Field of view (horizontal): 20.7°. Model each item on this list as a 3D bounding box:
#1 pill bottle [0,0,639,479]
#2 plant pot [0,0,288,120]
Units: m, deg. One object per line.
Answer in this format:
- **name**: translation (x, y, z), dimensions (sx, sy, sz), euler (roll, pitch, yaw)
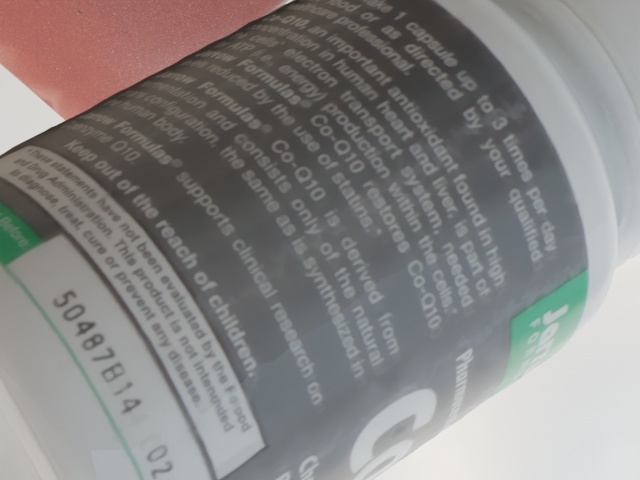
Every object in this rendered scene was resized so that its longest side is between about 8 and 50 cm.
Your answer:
- **pill bottle**: translation (0.000, 0.000, 0.788), dimensions (0.361, 0.204, 0.204), euler (-32, -159, -25)
- **plant pot**: translation (-0.130, -0.274, 1.229), dimensions (0.236, 0.267, 0.267), euler (-15, -127, 28)
